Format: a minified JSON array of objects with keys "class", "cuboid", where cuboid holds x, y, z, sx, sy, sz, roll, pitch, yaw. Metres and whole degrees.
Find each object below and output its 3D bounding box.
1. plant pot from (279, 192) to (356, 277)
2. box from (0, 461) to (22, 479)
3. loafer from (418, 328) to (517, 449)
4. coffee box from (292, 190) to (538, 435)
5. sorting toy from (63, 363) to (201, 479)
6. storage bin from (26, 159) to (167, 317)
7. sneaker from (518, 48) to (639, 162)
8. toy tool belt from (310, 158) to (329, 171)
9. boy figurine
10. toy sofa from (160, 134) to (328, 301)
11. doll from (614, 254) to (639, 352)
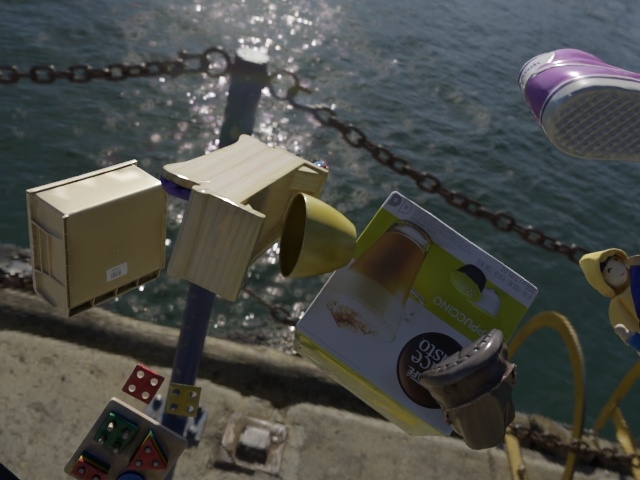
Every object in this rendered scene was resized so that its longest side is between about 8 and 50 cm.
[{"class":"plant pot","cuboid":[0.000,0.000,1.092,0.095,0.134,0.134,11,33,-17]},{"class":"box","cuboid":[-0.460,0.417,0.945,0.184,0.045,0.190,49,61,-13]},{"class":"loafer","cuboid":[0.238,0.228,1.014,0.134,0.366,0.130,-32,68,2]},{"class":"coffee box","cuboid":[0.170,0.168,1.425,0.338,0.338,0.334,35,76,6]},{"class":"sorting toy","cuboid":[-0.280,0.313,1.018,0.132,0.274,0.046,34,3,-11]},{"class":"storage bin","cuboid":[-0.470,-0.004,1.500,0.123,0.260,0.262,29,35,28]},{"class":"sneaker","cuboid":[0.345,-0.141,0.735,0.282,0.102,0.161,13,30,-13]},{"class":"toy tool belt","cuboid":[-0.011,-0.167,1.643,0.052,0.051,0.083,8,39,37]},{"class":"boy figurine","cuboid":[0.586,0.111,1.223,0.177,0.092,0.285,-43,78,-9]},{"class":"toy sofa","cuboid":[-0.133,-0.053,1.170,0.177,0.150,0.362,25,22,8]},{"class":"doll","cuboid":[0.456,0.112,0.932,0.129,0.046,0.189,-3,64,-4]}]
